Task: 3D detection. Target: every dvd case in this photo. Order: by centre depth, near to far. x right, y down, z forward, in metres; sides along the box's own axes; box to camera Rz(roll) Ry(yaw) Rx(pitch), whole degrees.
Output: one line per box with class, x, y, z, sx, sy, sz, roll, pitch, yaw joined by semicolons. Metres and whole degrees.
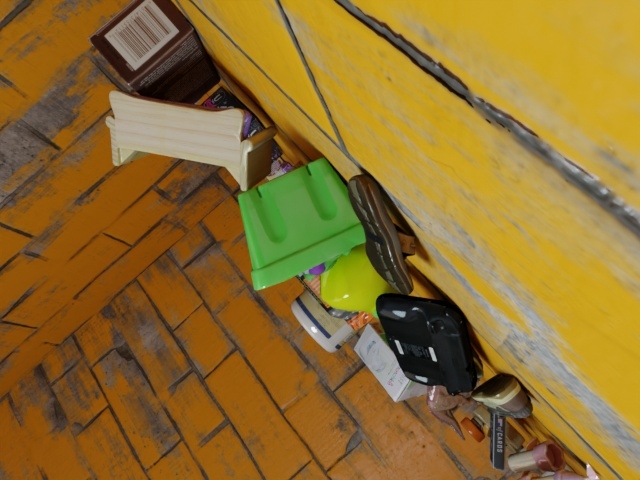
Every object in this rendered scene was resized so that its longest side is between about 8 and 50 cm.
dvd case;0.417;0.434;1.155;0.029;0.180;0.239;1;161;18

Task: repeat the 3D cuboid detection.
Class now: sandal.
sandal;0.099;-0.008;0.699;0.090;0.060;0.219;37;155;56

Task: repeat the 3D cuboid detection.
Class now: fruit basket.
fruit basket;0.006;0.030;0.995;0.392;0.282;0.392;156;90;-87

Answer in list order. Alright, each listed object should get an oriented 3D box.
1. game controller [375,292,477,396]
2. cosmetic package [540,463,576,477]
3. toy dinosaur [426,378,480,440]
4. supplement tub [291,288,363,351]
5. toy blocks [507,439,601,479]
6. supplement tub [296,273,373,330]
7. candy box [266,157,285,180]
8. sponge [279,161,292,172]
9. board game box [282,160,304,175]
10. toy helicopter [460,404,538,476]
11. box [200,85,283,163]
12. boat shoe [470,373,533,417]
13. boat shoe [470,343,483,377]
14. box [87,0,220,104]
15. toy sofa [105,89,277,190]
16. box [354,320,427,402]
game controller;0.211;0.207;0.963;0.166;0.067;0.319;15;147;34
cosmetic package;0.613;0.848;1.242;0.329;0.393;0.327;49;179;-43
toy dinosaur;0.345;0.413;1.391;0.200;0.296;0.127;3;179;-34
supplement tub;0.082;0.200;1.671;0.228;0.316;0.228;48;179;1
toy blocks;0.499;0.595;0.964;0.289;0.308;0.260;56;138;9
supplement tub;0.036;0.053;1.271;0.338;0.207;0.207;49;179;4
candy box;-0.127;-0.206;1.800;0.316;0.087;0.183;49;177;-34
sponge;-0.056;-0.173;1.635;0.210;0.031;0.117;49;179;-18
board game box;-0.112;-0.123;1.297;0.045;0.193;0.147;48;180;-2
toy helicopter;0.552;0.584;1.449;0.235;0.140;0.355;46;176;24
box;-0.249;-0.315;1.452;0.247;0.142;0.163;49;-179;40
boat shoe;0.355;0.312;0.961;0.073;0.080;0.223;53;176;16
boat shoe;0.279;0.215;1.038;0.081;0.069;0.227;-19;129;43
box;-0.384;-0.438;1.207;0.143;0.191;0.381;49;178;-2
toy sofa;-0.294;-0.245;1.129;0.362;0.177;0.150;11;-155;13
box;0.285;0.377;1.588;0.261;0.127;0.231;1;-146;-38
